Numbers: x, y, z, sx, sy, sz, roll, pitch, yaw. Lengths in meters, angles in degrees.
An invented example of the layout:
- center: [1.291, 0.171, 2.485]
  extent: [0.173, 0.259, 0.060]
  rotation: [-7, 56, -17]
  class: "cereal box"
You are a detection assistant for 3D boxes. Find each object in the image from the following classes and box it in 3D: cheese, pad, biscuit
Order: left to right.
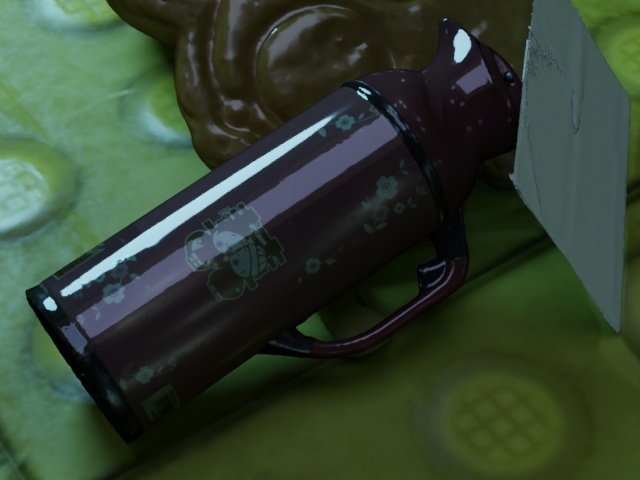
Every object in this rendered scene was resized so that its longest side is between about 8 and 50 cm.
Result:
- center: [0.018, 0.038, 0.929]
  extent: [0.044, 0.030, 0.083]
  rotation: [-30, 53, -3]
  class: "cheese"
- center: [0.028, -0.141, 0.988]
  extent: [0.376, 0.051, 0.269]
  rotation: [28, 75, -6]
  class: "biscuit"
- center: [0.172, -0.069, 0.959]
  extent: [0.004, 0.156, 0.232]
  rotation: [-18, 40, 30]
  class: "pad"

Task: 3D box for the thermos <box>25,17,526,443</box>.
- center: [-0.003, -0.006, 0.876]
  extent: [0.330, 0.109, 0.136]
  rotation: [-34, 59, -13]
  class: "thermos"
